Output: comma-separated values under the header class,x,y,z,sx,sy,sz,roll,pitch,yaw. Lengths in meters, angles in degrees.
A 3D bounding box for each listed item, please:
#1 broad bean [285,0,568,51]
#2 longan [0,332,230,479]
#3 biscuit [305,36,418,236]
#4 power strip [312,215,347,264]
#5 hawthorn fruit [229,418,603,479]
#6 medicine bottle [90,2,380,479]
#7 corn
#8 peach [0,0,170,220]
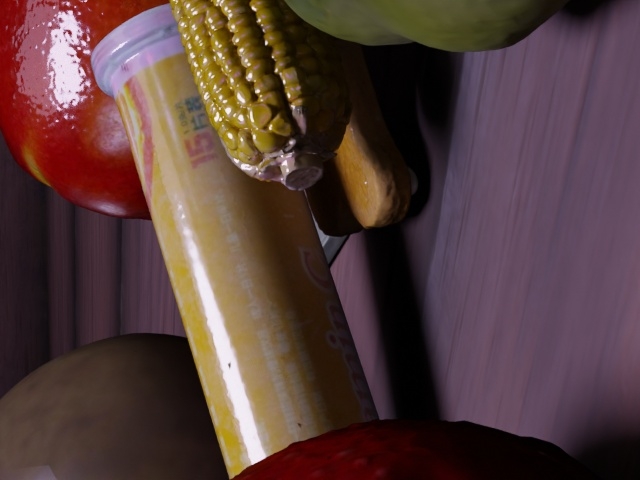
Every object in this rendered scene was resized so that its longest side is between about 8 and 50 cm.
class,x,y,z,sx,sy,sz,roll,pitch,yaw
broad bean,0.036,-0.188,0.534,0.238,0.119,0.291,60,160,25
longan,-0.123,0.218,0.944,0.319,0.319,0.319,175,90,-74
biscuit,0.001,-0.119,0.786,0.158,0.035,0.240,-176,71,-70
power strip,0.000,0.000,0.912,0.083,0.017,0.027,120,143,-62
hawthorn fruit,0.052,0.168,0.479,0.266,0.210,0.230,-34,55,55
medicine bottle,-0.025,0.073,0.767,0.108,0.108,0.426,125,129,-65
corn,-0.044,-0.135,0.721,0.080,0.080,0.238,119,134,-62
peach,-0.204,-0.188,1.230,0.257,0.201,0.361,-117,27,-54
